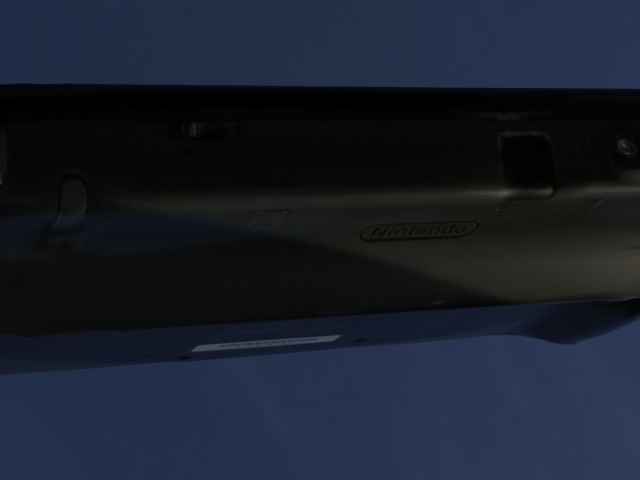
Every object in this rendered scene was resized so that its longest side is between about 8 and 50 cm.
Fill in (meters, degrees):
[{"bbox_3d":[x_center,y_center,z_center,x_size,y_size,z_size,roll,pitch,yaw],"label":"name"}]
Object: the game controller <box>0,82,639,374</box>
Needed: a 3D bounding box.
[{"bbox_3d":[0.000,0.000,0.466,0.319,0.166,0.067,-2,-103,-26],"label":"game controller"}]
